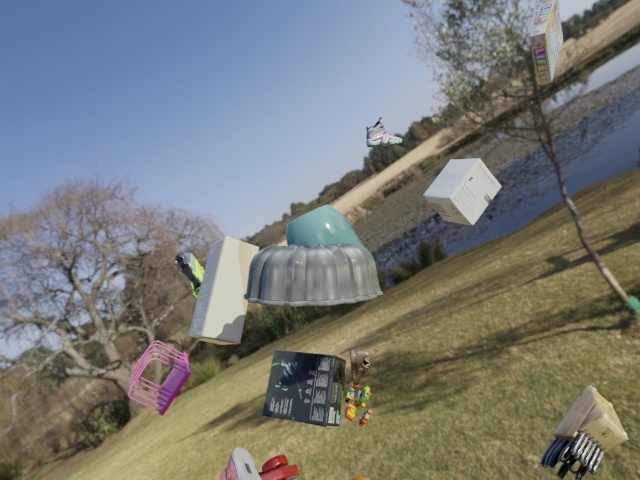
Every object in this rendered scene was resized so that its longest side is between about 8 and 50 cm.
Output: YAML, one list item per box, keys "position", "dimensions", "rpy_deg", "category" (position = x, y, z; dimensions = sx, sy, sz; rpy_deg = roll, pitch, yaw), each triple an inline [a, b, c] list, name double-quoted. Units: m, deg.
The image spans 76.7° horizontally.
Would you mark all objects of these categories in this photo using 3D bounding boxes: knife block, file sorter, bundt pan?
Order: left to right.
- position: [-0.721, 0.592, 1.800]
  dimensions: [0.202, 0.182, 0.291]
  rpy_deg: [-58, 19, -10]
  category: "file sorter"
- position: [-0.018, 0.070, 0.967]
  dimensions: [0.331, 0.124, 0.331]
  rpy_deg: [-1, 1, 0]
  category: "bundt pan"
- position: [0.777, 0.591, 1.228]
  dimensions: [0.242, 0.088, 0.276]
  rpy_deg: [-47, -11, 23]
  category: "knife block"

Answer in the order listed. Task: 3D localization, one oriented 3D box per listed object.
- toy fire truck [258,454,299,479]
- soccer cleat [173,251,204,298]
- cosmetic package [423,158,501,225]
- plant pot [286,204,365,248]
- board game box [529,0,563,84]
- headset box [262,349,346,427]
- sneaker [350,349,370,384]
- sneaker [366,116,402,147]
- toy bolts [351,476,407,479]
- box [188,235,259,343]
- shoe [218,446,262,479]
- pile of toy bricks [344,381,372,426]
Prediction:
- position: [-0.224, 0.892, 1.409]
  dimensions: [0.302, 0.169, 0.254]
  rpy_deg: [-48, -38, 18]
  category: "toy fire truck"
- position: [-0.549, 0.166, 1.830]
  dimensions: [0.093, 0.289, 0.121]
  rpy_deg: [-45, -17, 22]
  category: "soccer cleat"
- position: [0.505, -0.176, 1.448]
  dimensions: [0.183, 0.151, 0.151]
  rpy_deg: [-52, 24, -7]
  category: "cosmetic package"
- position: [0.000, 0.000, 1.597]
  dimensions: [0.293, 0.235, 0.293]
  rpy_deg: [-26, 0, 0]
  category: "plant pot"
- position: [0.452, -0.401, 0.805]
  dimensions: [0.026, 0.103, 0.154]
  rpy_deg: [2, 52, 40]
  category: "board game box"
- position: [-0.066, 0.555, 1.530]
  dimensions: [0.283, 0.246, 0.131]
  rpy_deg: [-3, -25, 23]
  category: "headset box"
- position: [0.149, 0.474, 1.490]
  dimensions: [0.071, 0.188, 0.066]
  rpy_deg: [-5, 41, 4]
  category: "sneaker"
- position: [0.154, -0.264, 0.979]
  dimensions: [0.098, 0.069, 0.038]
  rpy_deg: [-10, 7, -27]
  category: "sneaker"
- position: [0.222, 0.900, 1.435]
  dimensions: [0.228, 0.218, 0.158]
  rpy_deg: [-14, 4, 19]
  category: "toy bolts"
- position: [-0.302, 0.160, 1.267]
  dimensions: [0.148, 0.121, 0.311]
  rpy_deg: [-19, 56, 53]
  category: "box"
- position: [-0.179, 0.558, 0.909]
  dimensions: [0.081, 0.063, 0.178]
  rpy_deg: [-58, 28, -1]
  category: "shoe"
- position: [0.174, 0.659, 1.690]
  dimensions: [0.105, 0.118, 0.212]
  rpy_deg: [-56, 2, 24]
  category: "pile of toy bricks"
